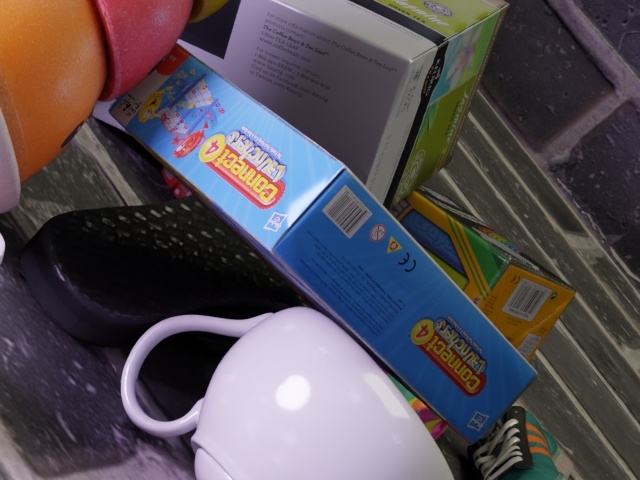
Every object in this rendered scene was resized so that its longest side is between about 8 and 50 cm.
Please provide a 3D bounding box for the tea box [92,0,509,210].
[{"bbox_3d":[-0.016,-0.202,1.987,0.329,0.220,0.323,27,27,16],"label":"tea box"}]

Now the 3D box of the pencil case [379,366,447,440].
[{"bbox_3d":[0.049,0.126,1.955,0.104,0.104,0.236,24,30,-55],"label":"pencil case"}]

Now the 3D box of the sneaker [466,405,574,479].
[{"bbox_3d":[0.217,0.262,2.085,0.121,0.108,0.302,49,9,4],"label":"sneaker"}]

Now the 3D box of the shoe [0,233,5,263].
[{"bbox_3d":[-0.301,0.054,1.289,0.063,0.081,0.178,40,44,13],"label":"shoe"}]

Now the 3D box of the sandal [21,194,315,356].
[{"bbox_3d":[-0.124,0.041,1.731,0.445,0.107,0.167,2,50,-51],"label":"sandal"}]

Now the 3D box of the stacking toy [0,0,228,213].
[{"bbox_3d":[-0.162,-0.266,1.488,0.350,0.480,0.350,54,-18,27],"label":"stacking toy"}]

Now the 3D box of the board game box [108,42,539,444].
[{"bbox_3d":[0.000,0.000,1.528,0.308,0.086,0.302,45,-4,-39],"label":"board game box"}]

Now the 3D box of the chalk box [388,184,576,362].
[{"bbox_3d":[0.113,0.039,2.109,0.289,0.179,0.180,38,9,36],"label":"chalk box"}]

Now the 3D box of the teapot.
[{"bbox_3d":[-0.024,0.189,1.500,0.252,0.187,0.256,60,-14,-25],"label":"teapot"}]

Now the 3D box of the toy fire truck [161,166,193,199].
[{"bbox_3d":[-0.132,-0.093,2.057,0.135,0.047,0.192,54,18,18],"label":"toy fire truck"}]
